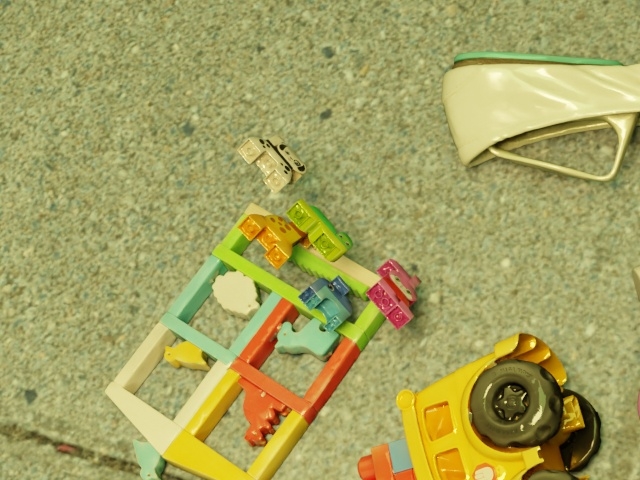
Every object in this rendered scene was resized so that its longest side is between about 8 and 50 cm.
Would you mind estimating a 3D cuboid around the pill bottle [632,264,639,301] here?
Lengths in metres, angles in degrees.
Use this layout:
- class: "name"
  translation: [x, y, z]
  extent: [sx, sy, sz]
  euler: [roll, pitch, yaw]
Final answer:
- class: "pill bottle"
  translation: [0.396, 0.035, 1.271]
  extent: [0.208, 0.119, 0.119]
  euler: [-21, 61, 4]

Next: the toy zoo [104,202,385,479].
- class: "toy zoo"
  translation: [-0.080, 0.121, 1.406]
  extent: [0.192, 0.030, 0.293]
  euler: [30, 75, 26]

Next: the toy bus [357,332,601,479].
- class: "toy bus"
  translation: [0.143, 0.219, 1.243]
  extent: [0.211, 0.149, 0.220]
  euler: [-23, 62, 18]

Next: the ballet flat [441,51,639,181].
- class: "ballet flat"
  translation: [0.314, -0.121, 1.382]
  extent: [0.400, 0.139, 0.139]
  euler: [0, 64, 19]

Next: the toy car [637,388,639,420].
- class: "toy car"
  translation: [0.337, 0.152, 1.197]
  extent: [0.136, 0.182, 0.159]
  euler: [25, 88, 29]

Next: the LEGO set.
- class: "LEGO set"
  translation: [0.000, 0.000, 1.379]
  extent: [0.227, 0.093, 0.087]
  euler: [49, 119, 3]
